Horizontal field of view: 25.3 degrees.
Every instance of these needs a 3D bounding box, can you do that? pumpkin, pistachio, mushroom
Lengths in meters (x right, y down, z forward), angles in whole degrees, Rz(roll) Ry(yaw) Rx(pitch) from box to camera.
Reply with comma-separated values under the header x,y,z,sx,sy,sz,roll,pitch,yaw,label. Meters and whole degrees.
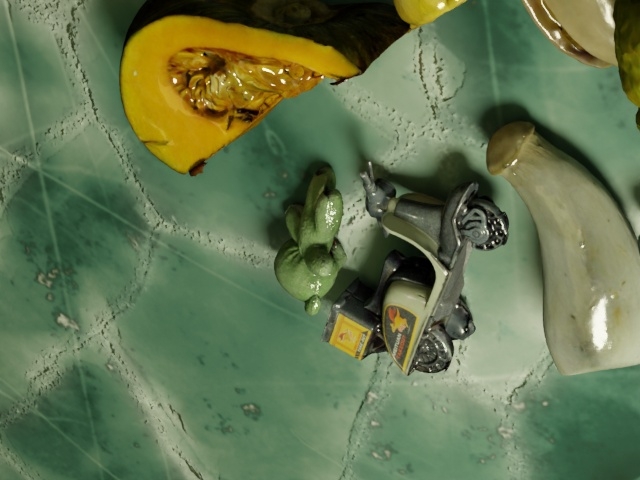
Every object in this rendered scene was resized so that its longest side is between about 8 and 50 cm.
x,y,z,sx,sy,sz,roll,pitch,yaw,label
-0.059,-0.153,1.389,0.280,0.139,0.190,18,126,21,pumpkin
0.225,-0.238,1.189,0.131,0.129,0.206,-30,110,-4,pistachio
0.248,0.007,1.369,0.118,0.103,0.270,-13,105,27,mushroom

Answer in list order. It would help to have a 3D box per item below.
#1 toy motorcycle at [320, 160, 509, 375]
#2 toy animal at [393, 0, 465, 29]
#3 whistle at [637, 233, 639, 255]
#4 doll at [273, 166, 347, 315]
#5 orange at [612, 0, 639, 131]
x,y,z,sx,sy,sz,roll,pitch,yaw,label
0.098,0.031,1.468,0.157,0.091,0.263,27,131,14,toy motorcycle
0.075,-0.274,1.276,0.159,0.070,0.083,60,170,-3,toy animal
0.441,0.043,1.238,0.348,0.189,0.189,27,133,26,whistle
0.000,0.000,1.511,0.115,0.077,0.150,-120,36,-45,doll
0.361,-0.170,1.071,0.301,0.223,0.300,-30,115,-6,orange
